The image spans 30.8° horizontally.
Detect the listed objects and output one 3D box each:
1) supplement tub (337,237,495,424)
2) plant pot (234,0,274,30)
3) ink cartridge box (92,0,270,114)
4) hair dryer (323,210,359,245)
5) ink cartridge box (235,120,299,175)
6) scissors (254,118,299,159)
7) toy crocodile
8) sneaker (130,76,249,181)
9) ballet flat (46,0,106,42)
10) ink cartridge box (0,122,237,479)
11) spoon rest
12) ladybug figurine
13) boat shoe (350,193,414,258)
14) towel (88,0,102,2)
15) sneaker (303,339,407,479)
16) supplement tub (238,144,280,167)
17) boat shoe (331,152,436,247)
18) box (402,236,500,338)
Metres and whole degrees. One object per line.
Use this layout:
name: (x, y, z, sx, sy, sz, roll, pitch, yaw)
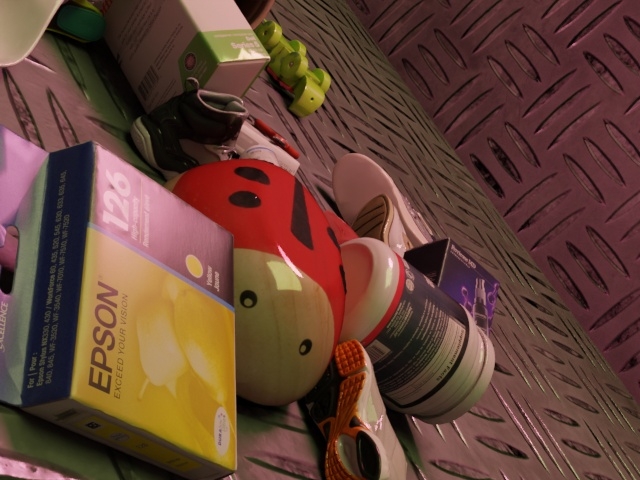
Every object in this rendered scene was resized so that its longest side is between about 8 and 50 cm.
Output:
supplement tub: (0.111, 0.138, 1.719, 0.272, 0.191, 0.191, 38, 19, -31)
plant pot: (-0.247, -0.519, 2.190, 0.323, 0.323, 0.280, 44, 1, -13)
ink cartridge box: (-0.227, -0.323, 1.830, 0.115, 0.198, 0.272, -13, 65, -43)
hair dryer: (0.000, 0.000, 1.955, 0.223, 0.080, 0.293, 48, 16, 1)
ink cartridge box: (-0.159, -0.200, 2.098, 0.181, 0.056, 0.225, 32, 4, -44)
scissors: (-0.067, -0.180, 2.172, 0.109, 0.021, 0.297, 42, 0, -15)
toy crocodile: (-0.079, -0.406, 2.681, 0.115, 0.105, 0.340, 30, 20, -47)
sneaker: (-0.143, -0.123, 1.737, 0.268, 0.153, 0.101, 42, 18, -20)
ballet flat: (-0.416, -0.357, 1.749, 0.077, 0.077, 0.231, 32, 6, 25)
ink cartridge box: (-0.205, 0.057, 1.168, 0.307, 0.072, 0.303, 37, 40, -43)
spoon rest: (-0.402, -0.319, 1.545, 0.137, 0.084, 0.276, 60, 30, -16)
ladybug figurine: (-0.082, 0.025, 1.519, 0.305, 0.162, 0.449, 39, 20, -25)
boat shoe: (0.121, 0.033, 2.158, 0.103, 0.113, 0.302, 42, 28, -26)
towel: (-0.431, -0.493, 1.779, 0.235, 0.121, 0.284, 33, 6, -35)
sneaker: (0.054, 0.251, 1.513, 0.121, 0.099, 0.262, 47, 24, -39)
supplement tub: (-0.098, -0.107, 1.965, 0.071, 0.071, 0.107, 36, 21, -35)
boat shoe: (0.147, -0.025, 2.352, 0.340, 0.127, 0.158, 58, 11, 5)
box: (0.209, 0.124, 1.999, 0.153, 0.108, 0.207, 38, 52, -30)
